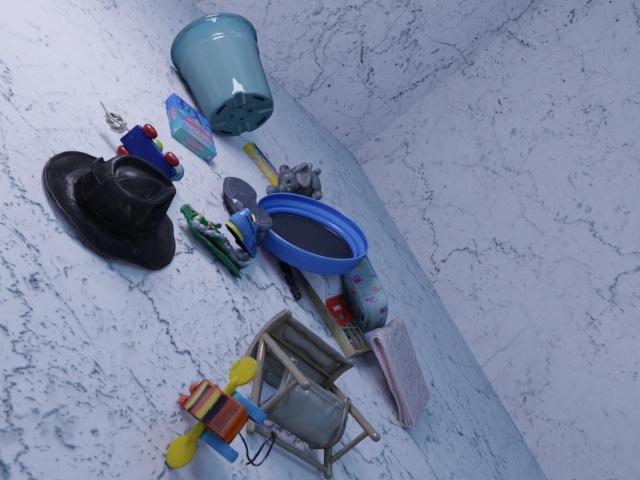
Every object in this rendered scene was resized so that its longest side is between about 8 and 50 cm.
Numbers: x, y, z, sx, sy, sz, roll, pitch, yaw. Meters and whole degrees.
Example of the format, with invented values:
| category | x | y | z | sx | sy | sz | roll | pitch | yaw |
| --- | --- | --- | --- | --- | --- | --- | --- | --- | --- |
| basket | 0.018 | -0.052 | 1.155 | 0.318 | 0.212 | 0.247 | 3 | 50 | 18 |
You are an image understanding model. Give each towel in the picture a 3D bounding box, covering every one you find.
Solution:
| category | x | y | z | sx | sy | sz | roll | pitch | yaw |
| --- | --- | --- | --- | --- | --- | --- | --- | --- | --- |
| towel | 0.274 | 0.435 | 1.926 | 0.332 | 0.053 | 0.316 | -6 | 76 | -71 |

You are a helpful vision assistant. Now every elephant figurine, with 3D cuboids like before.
| category | x | y | z | sx | sy | sz | roll | pitch | yaw |
| --- | --- | --- | --- | --- | --- | --- | --- | --- | --- |
| elephant figurine | -0.102 | -0.237 | 2.245 | 0.239 | 0.169 | 0.186 | 38 | 24 | -47 |

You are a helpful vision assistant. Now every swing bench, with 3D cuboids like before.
| category | x | y | z | sx | sy | sz | roll | pitch | yaw |
| --- | --- | --- | --- | --- | --- | --- | --- | --- | --- |
| swing bench | -0.031 | 0.330 | 1.244 | 0.253 | 0.165 | 0.254 | 42 | 13 | -29 |

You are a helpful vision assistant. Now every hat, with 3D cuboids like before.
| category | x | y | z | sx | sy | sz | roll | pitch | yaw |
| --- | --- | --- | --- | --- | --- | --- | --- | --- | --- |
| hat | -0.394 | -0.097 | 1.194 | 0.331 | 0.134 | 0.331 | 46 | 16 | -18 |

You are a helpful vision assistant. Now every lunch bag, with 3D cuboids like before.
| category | x | y | z | sx | sy | sz | roll | pitch | yaw |
| --- | --- | --- | --- | --- | --- | --- | --- | --- | --- |
| lunch bag | 0.137 | 0.183 | 1.992 | 0.224 | 0.108 | 0.279 | 95 | -25 | -54 |

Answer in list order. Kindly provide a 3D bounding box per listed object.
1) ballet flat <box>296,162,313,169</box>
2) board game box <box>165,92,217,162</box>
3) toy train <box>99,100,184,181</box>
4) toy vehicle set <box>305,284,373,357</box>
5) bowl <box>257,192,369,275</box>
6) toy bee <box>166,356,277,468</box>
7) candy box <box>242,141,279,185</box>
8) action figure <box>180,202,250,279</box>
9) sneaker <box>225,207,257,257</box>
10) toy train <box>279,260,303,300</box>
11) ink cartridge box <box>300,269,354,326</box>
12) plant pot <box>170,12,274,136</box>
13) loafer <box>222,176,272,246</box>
| category | x | y | z | sx | sy | sz | roll | pitch | yaw |
| --- | --- | --- | --- | --- | --- | --- | --- | --- | --- |
| ballet flat | -0.084 | -0.320 | 2.661 | 0.086 | 0.086 | 0.248 | 47 | 17 | -17 |
| board game box | -0.423 | -0.369 | 1.856 | 0.160 | 0.047 | 0.210 | 37 | 23 | -44 |
| toy train | -0.448 | -0.248 | 1.446 | 0.248 | 0.105 | 0.143 | 52 | 5 | 0 |
| toy vehicle set | 0.062 | 0.260 | 1.875 | 0.266 | 0.035 | 0.166 | 58 | 17 | 19 |
| bowl | -0.035 | -0.023 | 1.855 | 0.391 | 0.077 | 0.391 | 19 | 27 | -10 |
| toy bee | -0.183 | 0.297 | 0.948 | 0.162 | 0.298 | 0.195 | 29 | 46 | 20 |
| candy box | -0.228 | -0.310 | 2.312 | 0.206 | 0.027 | 0.105 | 51 | 19 | -6 |
| action figure | -0.275 | -0.012 | 1.467 | 0.232 | 0.063 | 0.137 | 46 | 6 | -31 |
| sneaker | -0.196 | -0.018 | 1.559 | 0.069 | 0.082 | 0.209 | 37 | -16 | 21 |
| toy train | -0.089 | 0.126 | 1.764 | 0.036 | 0.027 | 0.158 | 49 | 11 | -53 |
| ink cartridge box | 0.039 | 0.158 | 1.866 | 0.232 | 0.066 | 0.189 | 51 | 15 | 11 |
| plant pot | -0.344 | -0.592 | 2.113 | 0.341 | 0.341 | 0.334 | 20 | 44 | -62 |
| loafer | -0.239 | -0.091 | 1.732 | 0.109 | 0.095 | 0.302 | 5 | 31 | -32 |
